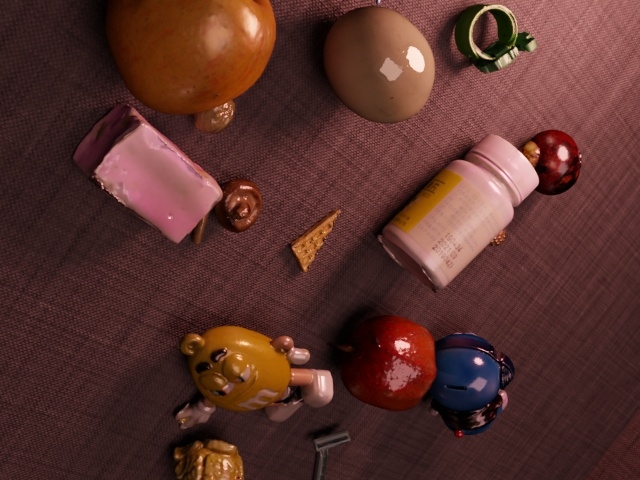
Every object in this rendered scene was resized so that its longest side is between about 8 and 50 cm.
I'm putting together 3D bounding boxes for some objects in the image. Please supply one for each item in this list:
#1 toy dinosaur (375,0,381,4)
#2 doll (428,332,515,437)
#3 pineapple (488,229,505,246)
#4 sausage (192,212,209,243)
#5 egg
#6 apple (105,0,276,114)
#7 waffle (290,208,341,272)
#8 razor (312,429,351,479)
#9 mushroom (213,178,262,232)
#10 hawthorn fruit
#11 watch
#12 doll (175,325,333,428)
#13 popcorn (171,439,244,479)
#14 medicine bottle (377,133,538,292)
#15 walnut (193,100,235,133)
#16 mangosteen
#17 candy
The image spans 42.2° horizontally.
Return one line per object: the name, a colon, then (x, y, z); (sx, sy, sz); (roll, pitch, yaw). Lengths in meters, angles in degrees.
toy dinosaur: (0.158, -0.595, 1.672); (0.144, 0.076, 0.329); (33, 66, -62)
doll: (0.413, 0.403, 2.378); (0.240, 0.284, 0.310); (-63, 149, -53)
pineapple: (0.424, -0.015, 2.253); (0.159, 0.074, 0.074); (-3, 118, -25)
sausage: (-0.250, -0.054, 1.769); (0.024, 0.024, 0.132); (6, 112, -38)
egg: (0.122, -0.363, 1.721); (0.219, 0.219, 0.269); (-46, 137, -4)
apple: (-0.229, -0.369, 1.428); (0.275, 0.299, 0.299); (-28, 138, 23)
waffle: (0.000, 0.000, 1.982); (0.153, 0.023, 0.097); (-39, 134, -11)
razor: (0.003, 0.651, 2.367); (0.111, 0.056, 0.278); (-9, 128, -30)
mushroom: (-0.178, -0.075, 1.769); (0.109, 0.085, 0.126); (-63, 153, -49)
hawthorn fruit: (0.150, 0.306, 2.156); (0.300, 0.254, 0.254); (19, 106, -13)
watch: (0.398, -0.483, 1.929); (0.165, 0.131, 0.152); (-36, 114, -7)
doll: (-0.166, 0.340, 1.988); (0.423, 0.161, 0.348); (2, 132, -28)
popcorn: (-0.270, 0.580, 2.036); (0.167, 0.185, 0.187); (-13, 134, -8)
medicine bottle: (0.346, -0.069, 2.059); (0.379, 0.213, 0.213); (-44, 133, -6)
walnut: (-0.210, -0.253, 1.640); (0.092, 0.092, 0.092); (-18, 125, -27)
mangosteen: (0.592, -0.202, 2.202); (0.200, 0.200, 0.200); (-18, 125, -27)
candy: (-0.328, -0.125, 1.607); (0.155, 0.116, 0.265); (-49, 133, -2)
